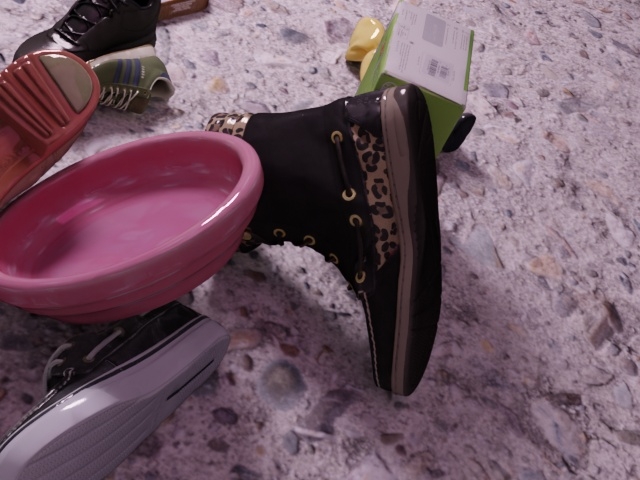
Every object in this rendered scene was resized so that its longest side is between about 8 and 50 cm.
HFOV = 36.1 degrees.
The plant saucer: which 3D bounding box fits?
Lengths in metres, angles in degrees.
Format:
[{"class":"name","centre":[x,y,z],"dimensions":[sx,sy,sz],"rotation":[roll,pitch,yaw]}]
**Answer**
[{"class":"plant saucer","centre":[-0.217,-0.012,1.106],"dimensions":[0.332,0.084,0.332],"rotation":[-13,29,7]}]

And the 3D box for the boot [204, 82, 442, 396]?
[{"class":"boot","centre":[0.000,0.000,1.231],"dimensions":[0.284,0.377,0.138],"rotation":[0,10,20]}]

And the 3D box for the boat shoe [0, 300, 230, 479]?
[{"class":"boat shoe","centre":[-0.231,0.156,1.017],"dimensions":[0.119,0.121,0.335],"rotation":[31,29,16]}]

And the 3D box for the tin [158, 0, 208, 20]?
[{"class":"tin","centre":[-0.265,-0.419,1.646],"dimensions":[0.106,0.040,0.190],"rotation":[47,44,15]}]

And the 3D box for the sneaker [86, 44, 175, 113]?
[{"class":"sneaker","centre":[-0.278,-0.218,1.392],"dimensions":[0.086,0.064,0.192],"rotation":[55,37,0]}]

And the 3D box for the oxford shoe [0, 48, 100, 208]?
[{"class":"oxford shoe","centre":[-0.417,-0.061,1.130],"dimensions":[0.397,0.146,0.140],"rotation":[-40,86,-29]}]

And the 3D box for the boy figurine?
[{"class":"boy figurine","centre":[0.130,-0.269,1.658],"dimensions":[0.177,0.092,0.285],"rotation":[-17,56,-39]}]

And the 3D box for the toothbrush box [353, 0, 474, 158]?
[{"class":"toothbrush box","centre":[0.097,-0.155,1.372],"dimensions":[0.122,0.283,0.206],"rotation":[23,40,-7]}]

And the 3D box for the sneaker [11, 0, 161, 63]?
[{"class":"sneaker","centre":[-0.335,-0.310,1.422],"dimensions":[0.109,0.130,0.286],"rotation":[35,42,6]}]
